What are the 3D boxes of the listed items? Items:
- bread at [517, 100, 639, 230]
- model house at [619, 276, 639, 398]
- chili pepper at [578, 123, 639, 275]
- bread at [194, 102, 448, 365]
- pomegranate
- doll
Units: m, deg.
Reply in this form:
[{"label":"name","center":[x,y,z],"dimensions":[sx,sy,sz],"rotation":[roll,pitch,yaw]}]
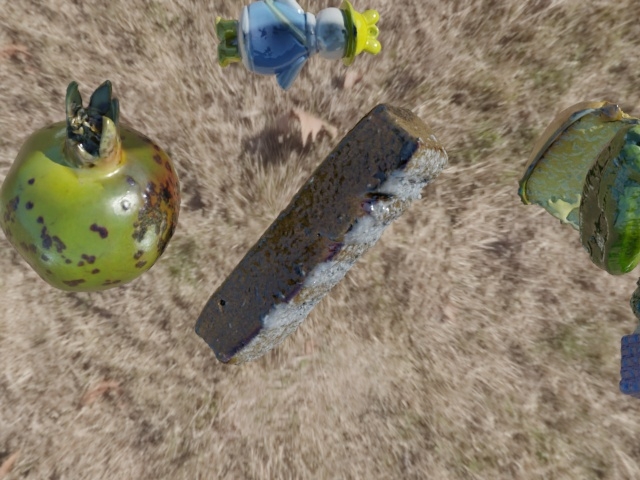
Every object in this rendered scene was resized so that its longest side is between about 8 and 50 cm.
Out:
[{"label":"bread","center":[0.437,-0.144,1.405],"dimensions":[0.174,0.252,0.133],"rotation":[28,52,-2]},{"label":"model house","center":[0.311,0.120,0.738],"dimensions":[0.148,0.119,0.148],"rotation":[-39,103,-39]},{"label":"chili pepper","center":[0.248,-0.047,0.705],"dimensions":[0.073,0.204,0.072],"rotation":[-29,59,-21]},{"label":"bread","center":[0.000,0.000,1.208],"dimensions":[0.113,0.165,0.416],"rotation":[46,109,13]},{"label":"pomegranate","center":[-0.251,-0.065,0.962],"dimensions":[0.198,0.198,0.246],"rotation":[-4,118,-3]},{"label":"doll","center":[-0.031,-0.295,1.285],"dimensions":[0.240,0.099,0.135],"rotation":[-4,66,-6]}]
